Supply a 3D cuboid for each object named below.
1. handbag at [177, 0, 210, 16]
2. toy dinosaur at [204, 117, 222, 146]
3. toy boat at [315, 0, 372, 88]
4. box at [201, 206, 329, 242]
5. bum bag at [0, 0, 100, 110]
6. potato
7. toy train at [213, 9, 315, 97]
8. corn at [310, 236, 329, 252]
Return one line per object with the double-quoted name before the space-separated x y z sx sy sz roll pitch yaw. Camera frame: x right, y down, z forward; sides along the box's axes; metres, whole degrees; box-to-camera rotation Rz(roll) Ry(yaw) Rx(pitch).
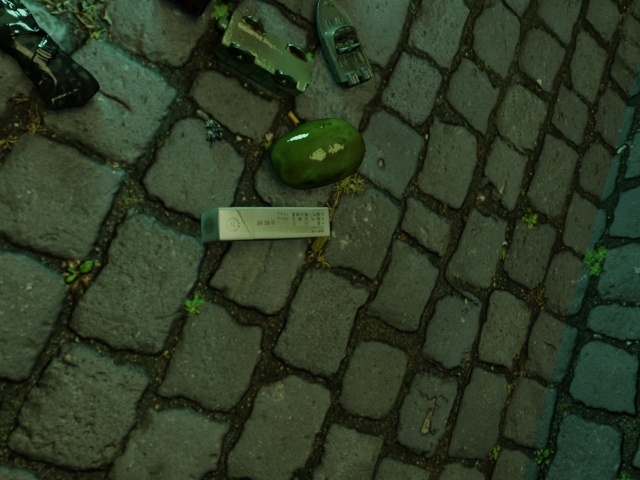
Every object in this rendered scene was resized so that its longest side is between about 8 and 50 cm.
"handbag" -0.354 -0.762 1.270 0.169 0.155 0.215 35 117 -21
"toy dinosaur" -0.325 -0.325 1.365 0.047 0.030 0.083 -13 94 -26
"toy boat" 0.069 -0.684 1.539 0.141 0.092 0.319 -30 101 -26
"box" -0.166 -0.046 1.339 0.330 0.210 0.095 -1 88 -27
"bum bag" -0.723 -0.477 1.134 0.340 0.095 0.144 50 54 -19
"potato" -0.005 -0.273 1.433 0.304 0.216 0.215 -29 102 -15
"toy train" -0.177 -0.563 1.378 0.326 0.159 0.129 23 81 -28
"corn" 0.000 0.000 1.519 0.037 0.037 0.092 43 70 -19
